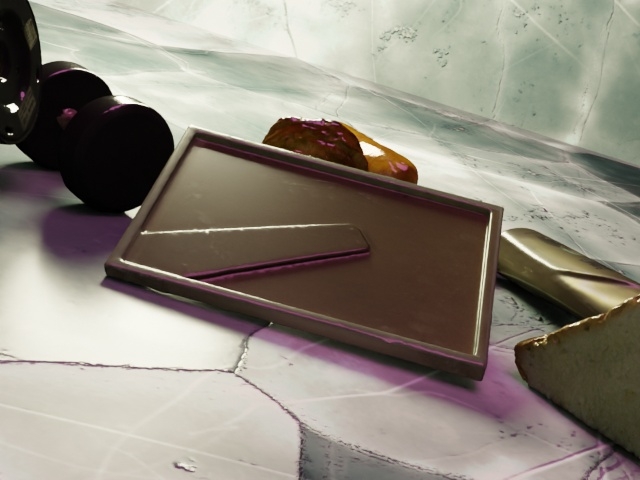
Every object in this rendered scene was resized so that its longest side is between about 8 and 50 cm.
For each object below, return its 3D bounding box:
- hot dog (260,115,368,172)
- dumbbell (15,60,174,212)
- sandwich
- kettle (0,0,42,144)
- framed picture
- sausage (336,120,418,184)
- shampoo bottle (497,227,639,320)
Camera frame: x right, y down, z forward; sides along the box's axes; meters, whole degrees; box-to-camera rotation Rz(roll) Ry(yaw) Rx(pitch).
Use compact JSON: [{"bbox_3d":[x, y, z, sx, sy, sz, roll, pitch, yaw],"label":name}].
[{"bbox_3d":[-0.006,-0.109,1.609,0.175,0.114,0.259,7,-9,5],"label":"hot dog"},{"bbox_3d":[-0.316,-0.144,1.392,0.152,0.152,0.218,-1,24,-43],"label":"dumbbell"},{"bbox_3d":[0.364,0.176,1.098,0.100,0.288,0.254,-10,75,-42],"label":"sandwich"},{"bbox_3d":[-0.530,-0.192,1.263,0.308,0.262,0.203,0,-17,7],"label":"kettle"},{"bbox_3d":[0.000,0.000,1.262,0.446,0.028,0.326,15,37,3],"label":"framed picture"},{"bbox_3d":[0.073,-0.136,1.803,0.109,0.109,0.270,3,22,-36],"label":"sausage"},{"bbox_3d":[0.376,0.072,1.415,0.126,0.084,0.350,10,13,-27],"label":"shampoo bottle"}]
